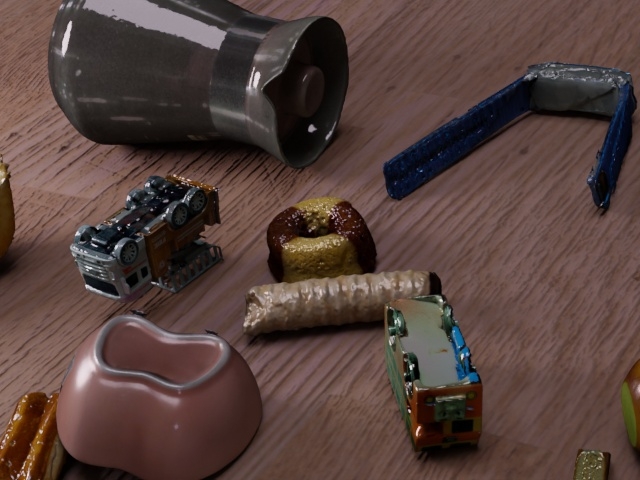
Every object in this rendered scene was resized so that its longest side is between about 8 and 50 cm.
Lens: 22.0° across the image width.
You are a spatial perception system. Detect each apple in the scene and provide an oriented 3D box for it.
[{"bbox_3d":[0.333,0.150,1.534,0.099,0.102,0.114,-9,31,3],"label":"apple"}]

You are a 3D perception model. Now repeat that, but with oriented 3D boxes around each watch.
[{"bbox_3d":[0.249,-0.131,2.057,0.276,0.068,0.274,5,39,21],"label":"watch"}]

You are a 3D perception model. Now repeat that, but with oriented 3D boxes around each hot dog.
[{"bbox_3d":[-0.287,0.208,1.653,0.071,0.045,0.165,-4,32,11],"label":"hot dog"}]

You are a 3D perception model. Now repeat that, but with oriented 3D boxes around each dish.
[{"bbox_3d":[-0.162,0.140,1.646,0.213,0.090,0.213,4,34,-3],"label":"dish"}]

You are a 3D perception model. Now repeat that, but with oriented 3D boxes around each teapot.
[{"bbox_3d":[-0.148,-0.222,2.162,0.344,0.253,0.300,16,7,24],"label":"teapot"}]

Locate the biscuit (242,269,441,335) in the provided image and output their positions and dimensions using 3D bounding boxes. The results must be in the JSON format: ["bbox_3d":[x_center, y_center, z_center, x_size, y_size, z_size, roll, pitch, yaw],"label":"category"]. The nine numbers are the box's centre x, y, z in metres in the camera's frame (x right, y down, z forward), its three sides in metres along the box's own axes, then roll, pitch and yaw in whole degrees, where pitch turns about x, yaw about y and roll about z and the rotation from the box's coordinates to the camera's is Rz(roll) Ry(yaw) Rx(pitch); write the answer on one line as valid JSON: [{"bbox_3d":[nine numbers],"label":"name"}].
[{"bbox_3d":[0.023,0.067,1.792,0.219,0.055,0.061,-6,42,4],"label":"biscuit"}]

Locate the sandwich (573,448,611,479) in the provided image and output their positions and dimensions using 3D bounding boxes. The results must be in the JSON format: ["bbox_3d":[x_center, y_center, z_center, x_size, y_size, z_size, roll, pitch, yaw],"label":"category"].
[{"bbox_3d":[0.250,0.210,1.516,0.031,0.044,0.083,5,36,13],"label":"sandwich"}]

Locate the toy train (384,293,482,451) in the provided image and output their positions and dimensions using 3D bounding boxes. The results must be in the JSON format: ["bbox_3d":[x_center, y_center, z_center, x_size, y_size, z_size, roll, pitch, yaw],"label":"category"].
[{"bbox_3d":[0.110,0.128,1.632,0.072,0.099,0.188,-9,30,-5],"label":"toy train"}]

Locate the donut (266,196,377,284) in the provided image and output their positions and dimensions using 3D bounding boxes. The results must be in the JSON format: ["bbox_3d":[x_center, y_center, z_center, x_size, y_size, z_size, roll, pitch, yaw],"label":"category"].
[{"bbox_3d":[0.000,0.000,1.907,0.140,0.059,0.140,-9,31,6],"label":"donut"}]

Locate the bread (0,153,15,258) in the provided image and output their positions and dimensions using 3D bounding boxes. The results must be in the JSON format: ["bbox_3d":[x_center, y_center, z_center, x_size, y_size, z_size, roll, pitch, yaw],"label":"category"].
[{"bbox_3d":[-0.461,-0.010,1.960,0.229,0.139,0.143,-29,35,-17],"label":"bread"}]

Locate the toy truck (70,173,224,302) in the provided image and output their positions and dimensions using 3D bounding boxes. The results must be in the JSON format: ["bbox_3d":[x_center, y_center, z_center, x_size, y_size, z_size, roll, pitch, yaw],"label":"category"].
[{"bbox_3d":[-0.196,0.010,1.880,0.080,0.115,0.177,18,39,36],"label":"toy truck"}]
